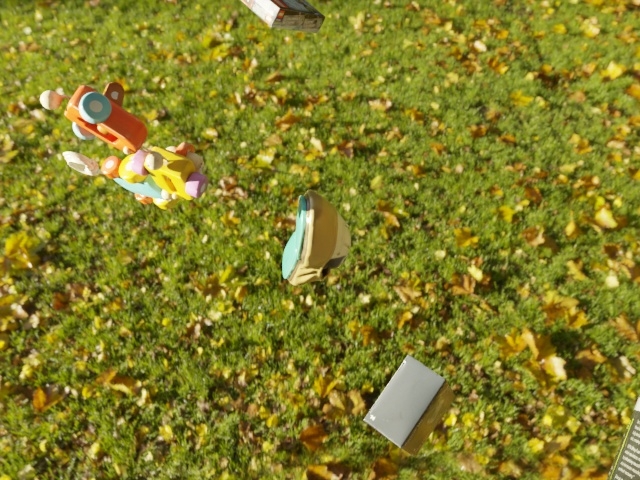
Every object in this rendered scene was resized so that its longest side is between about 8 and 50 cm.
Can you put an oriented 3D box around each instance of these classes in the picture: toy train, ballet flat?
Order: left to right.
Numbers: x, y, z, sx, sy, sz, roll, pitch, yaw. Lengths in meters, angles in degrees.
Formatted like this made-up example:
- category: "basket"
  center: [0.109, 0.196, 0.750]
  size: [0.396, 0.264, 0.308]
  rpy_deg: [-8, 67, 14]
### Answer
- category: "toy train"
  center: [-0.151, -0.076, 0.416]
  size: [0.125, 0.166, 0.046]
  rpy_deg: [30, 73, -21]
- category: "ballet flat"
  center: [0.000, 0.000, 0.611]
  size: [0.073, 0.232, 0.080]
  rpy_deg: [3, 74, -8]

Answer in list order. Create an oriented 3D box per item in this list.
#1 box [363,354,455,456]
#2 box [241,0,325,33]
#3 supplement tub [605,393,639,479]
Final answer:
- category: "box"
  center: [0.184, 0.337, 1.047]
  size: [0.093, 0.158, 0.156]
  rpy_deg: [30, 77, 33]
- category: "box"
  center: [-0.070, -0.320, 0.672]
  size: [0.137, 0.027, 0.094]
  rpy_deg: [46, 37, 18]
- category: "supplement tub"
  center: [0.393, 0.277, 0.505]
  size: [0.207, 0.207, 0.337]
  rpy_deg: [22, 86, 16]
